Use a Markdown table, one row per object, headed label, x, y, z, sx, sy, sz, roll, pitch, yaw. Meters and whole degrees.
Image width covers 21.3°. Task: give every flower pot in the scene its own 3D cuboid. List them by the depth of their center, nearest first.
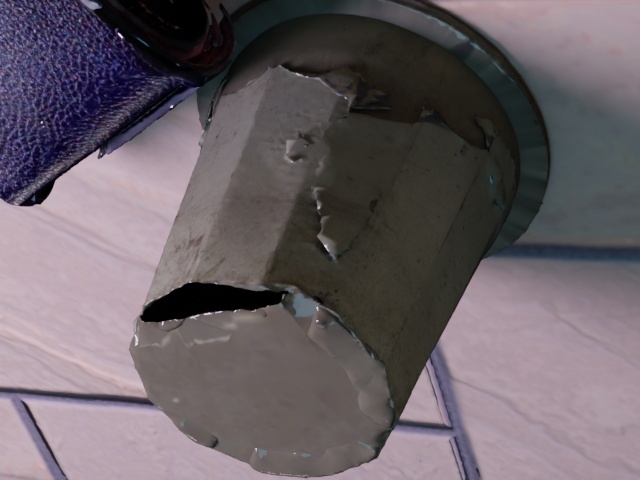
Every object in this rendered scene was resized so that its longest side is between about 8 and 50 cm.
| label | x | y | z | sx | sy | sz | roll | pitch | yaw |
| --- | --- | --- | --- | --- | --- | --- | --- | --- | --- |
| flower pot | 0.000 | 0.000 | 0.905 | 0.212 | 0.202 | 0.212 | 12 | 134 | 13 |

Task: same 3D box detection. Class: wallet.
| label | x | y | z | sx | sy | sz | roll | pitch | yaw |
| --- | --- | --- | --- | --- | --- | --- | --- | --- | --- |
| wallet | -0.195 | -0.145 | 0.910 | 0.262 | 0.071 | 0.221 | 42 | 146 | -16 |
